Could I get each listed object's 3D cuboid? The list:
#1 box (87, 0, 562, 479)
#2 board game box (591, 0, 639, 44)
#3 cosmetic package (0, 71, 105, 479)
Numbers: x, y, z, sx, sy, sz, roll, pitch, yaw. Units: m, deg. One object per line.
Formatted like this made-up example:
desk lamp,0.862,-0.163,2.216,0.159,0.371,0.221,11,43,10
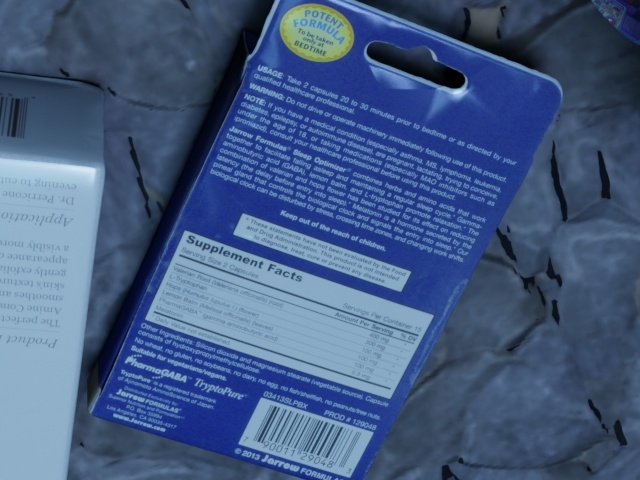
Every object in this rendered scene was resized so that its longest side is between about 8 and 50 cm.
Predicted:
box,0.000,0.000,0.773,0.136,0.036,0.225,19,115,-16
board game box,0.186,-0.146,0.722,0.168,0.033,0.133,-9,118,-2
cosmetic package,-0.161,0.046,0.754,0.117,0.085,0.231,7,118,-10
